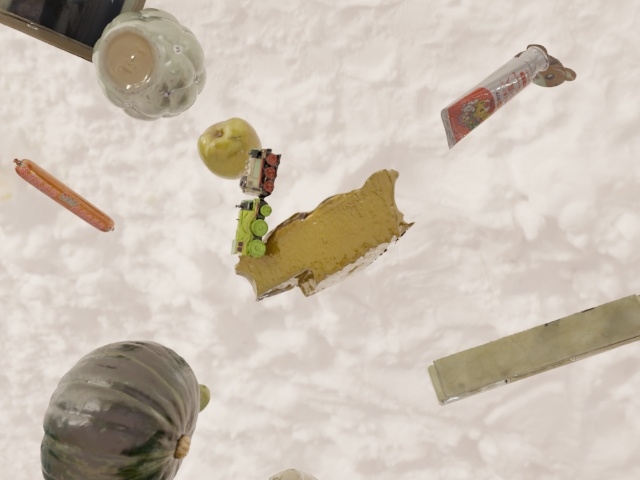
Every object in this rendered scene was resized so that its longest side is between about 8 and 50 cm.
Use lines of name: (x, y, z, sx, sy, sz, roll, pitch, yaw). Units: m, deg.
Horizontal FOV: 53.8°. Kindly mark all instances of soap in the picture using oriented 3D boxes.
soap: (0.000, 0.000, 1.360, 0.305, 0.169, 0.338, -21, 166, -26)

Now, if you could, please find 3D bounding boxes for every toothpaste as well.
toothpaste: (0.308, -0.264, 1.137, 0.234, 0.057, 0.089, -37, 134, -10)

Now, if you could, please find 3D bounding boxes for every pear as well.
pear: (-0.277, -0.279, 1.945, 0.200, 0.199, 0.199, 4, 132, 4)

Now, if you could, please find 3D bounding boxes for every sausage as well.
sausage: (-0.670, -0.112, 1.673, 0.053, 0.053, 0.348, -18, 143, 22)

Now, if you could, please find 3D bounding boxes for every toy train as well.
toy train: (-0.142, -0.085, 1.384, 0.085, 0.249, 0.053, 12, 174, -21)

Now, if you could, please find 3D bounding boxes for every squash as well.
squash: (-0.244, 0.231, 0.785, 0.173, 0.218, 0.218, 15, 132, -5)

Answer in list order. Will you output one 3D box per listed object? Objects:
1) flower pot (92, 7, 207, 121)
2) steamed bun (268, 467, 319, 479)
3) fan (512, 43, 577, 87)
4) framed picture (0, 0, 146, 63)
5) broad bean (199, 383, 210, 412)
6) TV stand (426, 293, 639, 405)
flower pot: (-0.373, -0.381, 1.381, 0.246, 0.195, 0.245, 2, 98, 11)
steamed bun: (-0.048, 0.458, 0.681, 0.255, 0.367, 0.342, 33, 148, 3)
fan: (0.543, -0.431, 1.632, 0.153, 0.008, 0.227, 31, 167, -13)
framed picture: (-0.512, -0.634, 1.387, 0.326, 0.028, 0.445, 15, 103, -47)
broad bean: (-0.225, 0.276, 1.072, 0.083, 0.045, 0.063, -29, 129, -11)
TV stand: (0.216, 0.089, 0.557, 0.249, 0.036, 0.042, -20, 155, 9)
